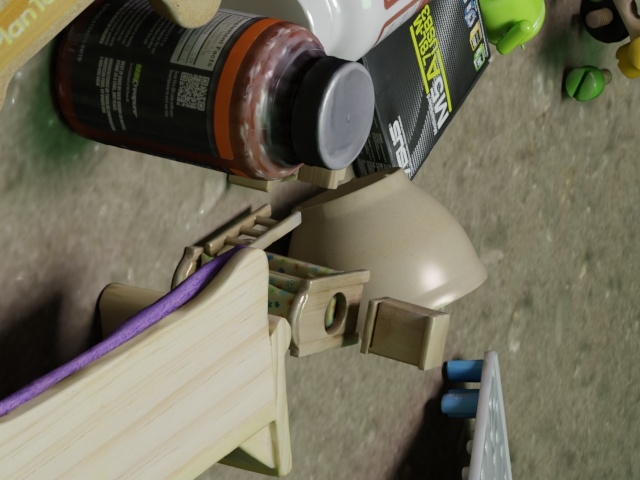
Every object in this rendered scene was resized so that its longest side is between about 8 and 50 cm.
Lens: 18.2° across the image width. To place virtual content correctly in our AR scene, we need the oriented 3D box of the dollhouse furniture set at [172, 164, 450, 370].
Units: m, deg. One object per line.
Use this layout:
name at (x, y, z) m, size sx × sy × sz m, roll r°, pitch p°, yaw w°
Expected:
dollhouse furniture set at (0.000, 0.000, 1.467) m, size 0.101 × 0.182 × 0.161 m, roll -8°, pitch 109°, yaw -60°

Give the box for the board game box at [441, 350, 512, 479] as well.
board game box at (0.144, 0.371, 1.890) m, size 0.390 × 0.050 × 0.390 m, roll -77°, pitch 162°, yaw -51°

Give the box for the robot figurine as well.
robot figurine at (0.161, -0.217, 1.780) m, size 0.115 × 0.067 × 0.101 m, roll 50°, pitch 29°, yaw -55°

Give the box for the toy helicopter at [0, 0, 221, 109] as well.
toy helicopter at (-0.139, -0.196, 1.173) m, size 0.355 × 0.140 × 0.235 m, roll -47°, pitch 137°, yaw -14°

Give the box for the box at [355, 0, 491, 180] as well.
box at (0.074, -0.167, 1.672) m, size 0.184 × 0.045 × 0.191 m, roll -57°, pitch 146°, yaw -36°

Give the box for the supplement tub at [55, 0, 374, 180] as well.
supplement tub at (-0.066, -0.097, 1.290) m, size 0.106 × 0.198 × 0.106 m, roll -35°, pitch 133°, yaw -50°

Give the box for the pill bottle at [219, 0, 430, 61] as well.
pill bottle at (0.013, -0.199, 1.468) m, size 0.216 × 0.121 × 0.121 m, roll -42°, pitch 137°, yaw -46°

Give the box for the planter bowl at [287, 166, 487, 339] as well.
planter bowl at (0.039, 0.007, 1.594) m, size 0.162 × 0.162 × 0.109 m, roll -30°, pitch 100°, yaw -53°

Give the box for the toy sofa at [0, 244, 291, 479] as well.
toy sofa at (-0.174, 0.127, 1.248) m, size 0.362 × 0.150 × 0.177 m, roll -34°, pitch 126°, yaw -51°

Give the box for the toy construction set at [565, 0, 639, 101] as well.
toy construction set at (0.333, -0.242, 1.865) m, size 0.237 × 0.308 × 0.258 m, roll -19°, pitch 110°, yaw -52°
